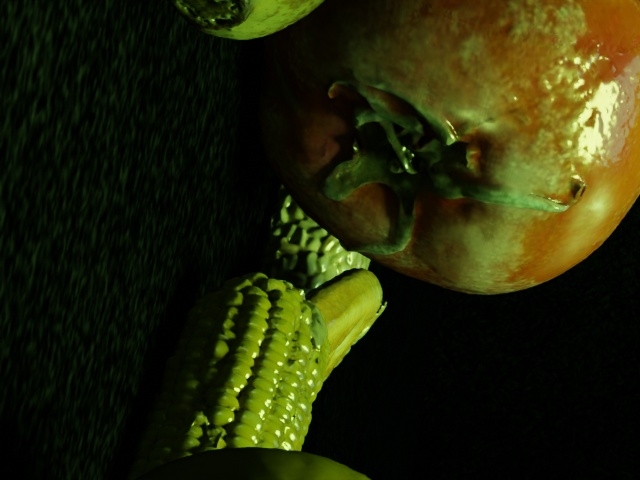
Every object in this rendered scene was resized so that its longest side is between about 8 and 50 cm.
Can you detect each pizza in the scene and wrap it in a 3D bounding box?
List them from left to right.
[{"bbox_3d":[-0.026,0.076,1.109,0.178,0.041,0.131,-43,167,-35],"label":"pizza"}]

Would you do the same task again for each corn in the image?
[{"bbox_3d":[-0.051,0.107,0.918,0.080,0.080,0.238,93,12,-45],"label":"corn"}]

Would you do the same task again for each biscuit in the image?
[{"bbox_3d":[0.000,0.000,1.218,0.082,0.070,0.168,72,32,-61],"label":"biscuit"}]

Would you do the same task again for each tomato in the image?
[{"bbox_3d":[0.079,-0.085,1.065,0.188,0.232,0.232,-50,154,-40],"label":"tomato"}]

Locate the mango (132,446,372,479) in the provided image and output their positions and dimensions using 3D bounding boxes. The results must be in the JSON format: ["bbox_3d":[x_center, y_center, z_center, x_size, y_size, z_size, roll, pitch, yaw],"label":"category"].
[{"bbox_3d":[-0.028,0.196,0.756,0.331,0.195,0.142,94,-5,-53],"label":"mango"}]

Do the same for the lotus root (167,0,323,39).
[{"bbox_3d":[-0.020,-0.137,0.786,0.179,0.080,0.089,-68,168,-56],"label":"lotus root"}]
